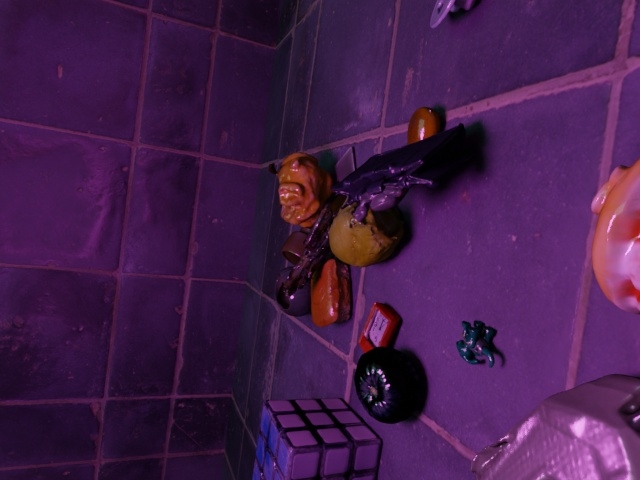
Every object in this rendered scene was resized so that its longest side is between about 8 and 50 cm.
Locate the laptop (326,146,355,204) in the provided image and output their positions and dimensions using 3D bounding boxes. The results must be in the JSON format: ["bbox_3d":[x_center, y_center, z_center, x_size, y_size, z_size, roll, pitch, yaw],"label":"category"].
[{"bbox_3d":[0.076,-0.228,1.740,0.269,0.015,0.187,137,135,-56],"label":"laptop"}]

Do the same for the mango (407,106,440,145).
[{"bbox_3d":[0.282,-0.288,1.209,0.103,0.076,0.161,48,131,54],"label":"mango"}]

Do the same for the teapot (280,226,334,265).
[{"bbox_3d":[-0.034,0.024,1.752,0.268,0.185,0.175,14,67,44],"label":"teapot"}]

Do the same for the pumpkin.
[{"bbox_3d":[0.182,0.389,1.176,0.202,0.140,0.202,6,99,47],"label":"pumpkin"}]

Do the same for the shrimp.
[{"bbox_3d":[0.000,0.000,1.503,0.445,0.085,0.272,-56,-15,-9],"label":"shrimp"}]

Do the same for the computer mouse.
[{"bbox_3d":[0.399,0.396,0.677,0.429,0.145,0.228,-58,24,23],"label":"computer mouse"}]

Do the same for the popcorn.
[{"bbox_3d":[-0.063,-0.205,1.747,0.316,0.281,0.297,26,-115,-78],"label":"popcorn"}]

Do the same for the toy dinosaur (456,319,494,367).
[{"bbox_3d":[0.344,0.234,0.959,0.132,0.059,0.096,-131,43,-71],"label":"toy dinosaur"}]

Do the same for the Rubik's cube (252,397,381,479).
[{"bbox_3d":[-0.024,0.703,1.364,0.301,0.304,0.305,-160,76,-66],"label":"Rubik's cube"}]

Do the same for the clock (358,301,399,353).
[{"bbox_3d":[0.182,0.276,1.309,0.113,0.061,0.155,48,124,60],"label":"clock"}]

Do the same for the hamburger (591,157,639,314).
[{"bbox_3d":[0.468,-0.028,0.502,0.302,0.261,0.186,-57,26,14],"label":"hamburger"}]

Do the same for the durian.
[{"bbox_3d":[0.135,-0.033,1.355,0.339,0.205,0.255,117,171,-54],"label":"durian"}]

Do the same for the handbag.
[{"bbox_3d":[0.196,-0.163,1.095,0.326,0.269,0.118,-12,110,55],"label":"handbag"}]

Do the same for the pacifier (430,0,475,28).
[{"bbox_3d":[0.312,-0.694,1.071,0.287,0.226,0.238,123,164,-44],"label":"pacifier"}]

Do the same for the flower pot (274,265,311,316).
[{"bbox_3d":[-0.106,0.217,1.867,0.243,0.157,0.189,-113,38,-51],"label":"flower pot"}]

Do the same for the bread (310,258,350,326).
[{"bbox_3d":[0.036,0.194,1.590,0.174,0.121,0.245,141,135,-60],"label":"bread"}]
